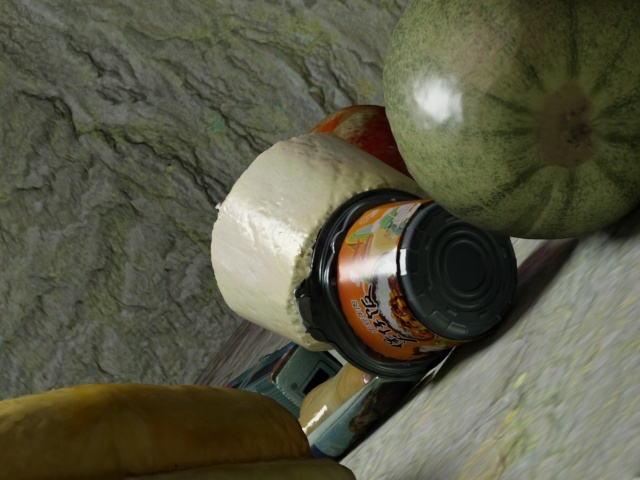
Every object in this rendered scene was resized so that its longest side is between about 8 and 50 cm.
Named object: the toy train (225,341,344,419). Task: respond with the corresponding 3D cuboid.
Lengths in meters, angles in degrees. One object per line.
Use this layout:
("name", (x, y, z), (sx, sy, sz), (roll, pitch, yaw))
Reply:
("toy train", (-0.065, 0.204, 2.032), (0.089, 0.086, 0.409), (-52, 5, -21))

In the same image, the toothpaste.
("toothpaste", (0.026, 0.179, 1.563), (0.062, 0.037, 0.216), (-1, -34, -41))

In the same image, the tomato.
("tomato", (0.057, -0.037, 2.072), (0.270, 0.223, 0.270), (-45, 21, 22))

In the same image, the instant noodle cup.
("instant noodle cup", (0.096, 0.032, 1.439), (0.208, 0.177, 0.125), (-37, 12, -31))

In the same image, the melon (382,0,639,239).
("melon", (0.176, -0.120, 1.312), (0.248, 0.248, 0.329), (-48, 11, 13))

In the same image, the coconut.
("coconut", (0.000, 0.000, 1.829), (0.244, 0.239, 0.239), (27, 71, 45))

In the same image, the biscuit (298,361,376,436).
("biscuit", (0.028, 0.159, 1.684), (0.208, 0.047, 0.164), (-48, 2, 37))

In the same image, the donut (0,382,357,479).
("donut", (-0.193, 0.227, 1.254), (0.449, 0.198, 0.449), (-8, -11, -2))
